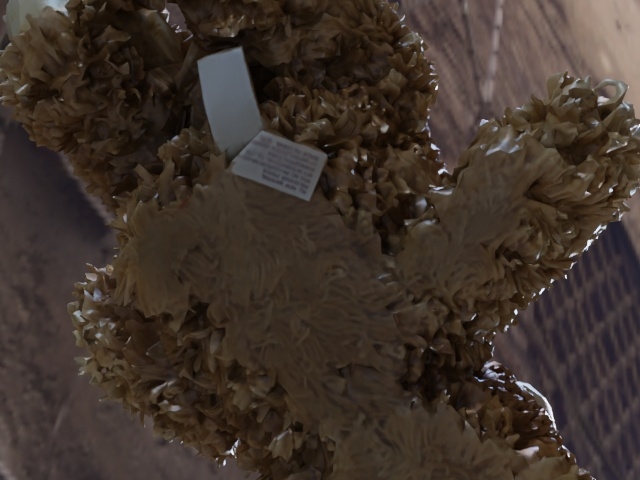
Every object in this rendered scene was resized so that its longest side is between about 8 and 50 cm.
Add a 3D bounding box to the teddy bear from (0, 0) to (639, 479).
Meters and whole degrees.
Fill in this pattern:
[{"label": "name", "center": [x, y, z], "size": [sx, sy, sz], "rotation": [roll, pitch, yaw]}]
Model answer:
[{"label": "teddy bear", "center": [0.000, 0.000, 0.618], "size": [0.338, 0.113, 0.245], "rotation": [46, -74, 15]}]
